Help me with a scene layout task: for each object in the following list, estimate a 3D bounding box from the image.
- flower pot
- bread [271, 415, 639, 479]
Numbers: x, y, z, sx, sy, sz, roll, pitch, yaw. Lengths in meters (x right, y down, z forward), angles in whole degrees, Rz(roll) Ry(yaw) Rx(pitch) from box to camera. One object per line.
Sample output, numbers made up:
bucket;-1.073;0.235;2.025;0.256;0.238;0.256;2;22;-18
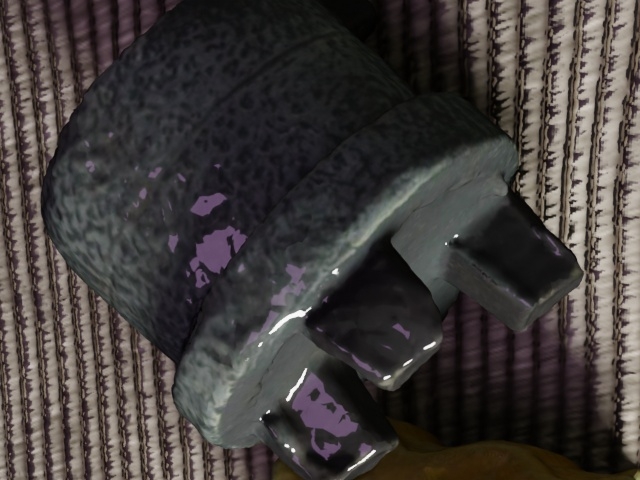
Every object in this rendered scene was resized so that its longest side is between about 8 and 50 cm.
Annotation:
flower pot;0.000;0.000;1.259;0.283;0.299;0.299;43;127;19
bread;0.098;0.232;1.358;0.252;0.196;0.238;14;116;19
